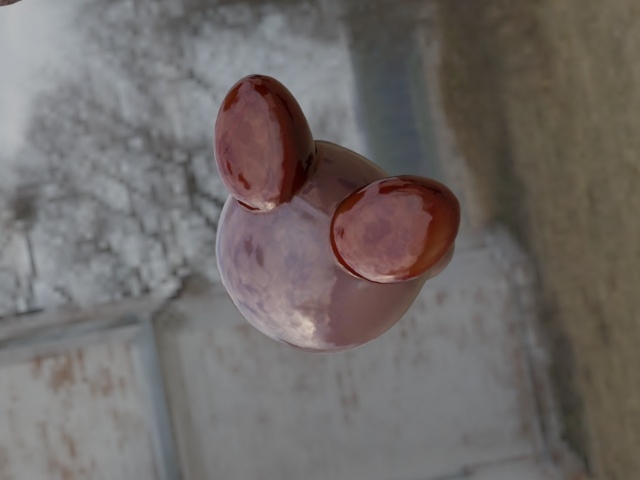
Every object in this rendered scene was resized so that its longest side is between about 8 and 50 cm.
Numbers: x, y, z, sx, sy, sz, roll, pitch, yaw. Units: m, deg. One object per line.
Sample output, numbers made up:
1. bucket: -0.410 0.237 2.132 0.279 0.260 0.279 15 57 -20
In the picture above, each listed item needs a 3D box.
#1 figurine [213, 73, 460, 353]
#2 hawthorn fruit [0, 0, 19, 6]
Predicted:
1. figurine: -0.004 0.003 1.933 0.269 0.211 0.261 34 176 14
2. hawthorn fruit: -0.345 -0.304 1.947 0.235 0.181 0.181 117 149 -55
